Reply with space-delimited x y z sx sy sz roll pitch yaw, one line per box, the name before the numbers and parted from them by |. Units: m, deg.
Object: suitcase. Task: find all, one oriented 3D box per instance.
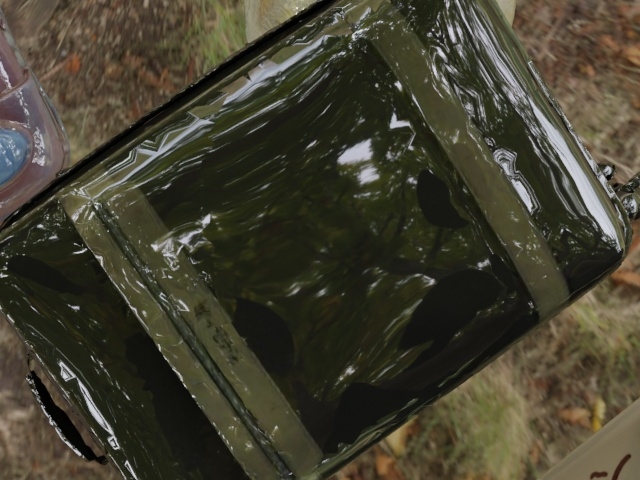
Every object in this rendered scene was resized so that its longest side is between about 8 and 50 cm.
suitcase | 0.000 0.000 0.908 0.434 0.194 0.283 -34 102 -4

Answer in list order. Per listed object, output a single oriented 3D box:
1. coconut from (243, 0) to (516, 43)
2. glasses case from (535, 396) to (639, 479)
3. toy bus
coconut | 0.041 -0.216 1.258 0.247 0.245 0.245 16 108 22
glasses case | 0.275 0.171 0.959 0.076 0.144 0.336 27 120 -32
toy bus | -0.353 -0.130 1.254 0.197 0.232 0.294 -29 110 -15
